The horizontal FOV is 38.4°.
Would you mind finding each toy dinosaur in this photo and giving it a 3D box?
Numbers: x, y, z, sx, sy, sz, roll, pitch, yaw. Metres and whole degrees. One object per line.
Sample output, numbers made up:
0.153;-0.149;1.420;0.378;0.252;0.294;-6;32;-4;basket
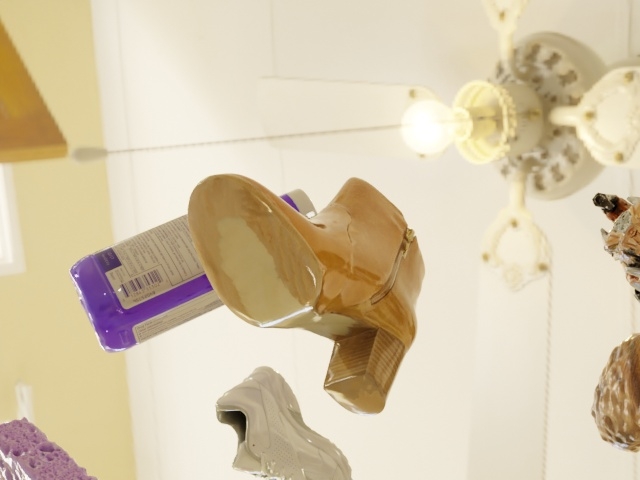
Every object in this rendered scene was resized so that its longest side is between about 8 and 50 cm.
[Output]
0.368;0.019;0.891;0.218;0.322;0.164;42;-54;21;toy dinosaur

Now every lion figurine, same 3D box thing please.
0.500;0.169;1.139;0.392;0.142;0.240;-4;-114;68;lion figurine

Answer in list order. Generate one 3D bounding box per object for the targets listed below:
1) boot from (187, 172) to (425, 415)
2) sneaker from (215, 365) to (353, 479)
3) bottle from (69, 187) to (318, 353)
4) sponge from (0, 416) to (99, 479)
0.001;0.000;0.859;0.104;0.211;0.295;-18;-56;30;boot
-0.050;0.272;1.135;0.232;0.115;0.090;47;-39;23;sneaker
-0.136;0.023;1.050;0.118;0.282;0.092;51;-22;38;bottle
-0.127;0.194;0.524;0.210;0.031;0.117;22;-61;42;sponge
